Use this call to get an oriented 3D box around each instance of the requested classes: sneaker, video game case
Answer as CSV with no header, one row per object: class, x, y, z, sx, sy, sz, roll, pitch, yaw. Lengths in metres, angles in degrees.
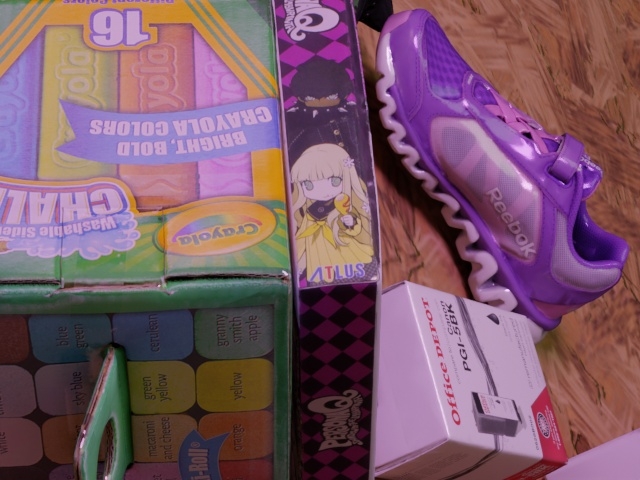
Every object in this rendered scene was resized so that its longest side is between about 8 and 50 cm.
sneaker,0.120,-0.048,1.250,0.236,0.104,0.095,60,30,-15
video game case,0.000,0.000,0.965,0.232,0.041,0.210,90,-4,-55

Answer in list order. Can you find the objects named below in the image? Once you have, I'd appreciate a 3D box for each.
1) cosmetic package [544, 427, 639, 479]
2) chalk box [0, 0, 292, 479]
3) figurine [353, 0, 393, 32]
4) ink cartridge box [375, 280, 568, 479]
cosmetic package,0.328,0.165,1.327,0.365,0.197,0.155,-5,71,-57
chalk box,-0.076,0.020,0.774,0.132,0.132,0.213,93,-6,-46
figurine,-0.042,-0.208,1.176,0.215,0.092,0.209,-27,93,-60
ink cartridge box,0.075,0.086,1.130,0.135,0.056,0.099,16,53,-53
